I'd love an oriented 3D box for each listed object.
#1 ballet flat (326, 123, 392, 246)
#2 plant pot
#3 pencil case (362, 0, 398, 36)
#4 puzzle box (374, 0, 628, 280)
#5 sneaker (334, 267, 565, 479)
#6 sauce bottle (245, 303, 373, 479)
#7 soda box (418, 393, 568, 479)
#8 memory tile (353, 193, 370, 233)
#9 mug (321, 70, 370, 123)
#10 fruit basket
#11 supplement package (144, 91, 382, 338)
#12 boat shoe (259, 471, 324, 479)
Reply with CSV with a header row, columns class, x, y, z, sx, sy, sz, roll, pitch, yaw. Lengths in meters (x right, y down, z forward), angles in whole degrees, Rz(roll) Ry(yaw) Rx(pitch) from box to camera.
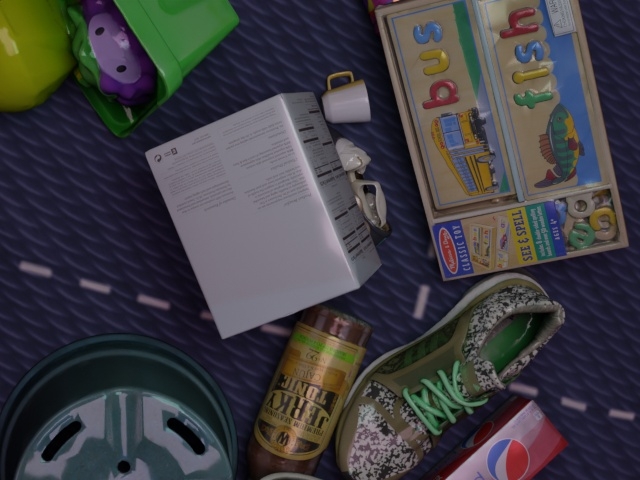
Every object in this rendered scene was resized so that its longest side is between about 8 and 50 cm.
class,x,y,z,sx,sy,sz,roll,pitch,yaw
ballet flat,0.049,-0.086,1.701,0.074,0.074,0.203,-24,96,-11
plant pot,-0.254,0.296,1.502,0.341,0.334,0.341,0,89,-10
pencil case,0.089,-0.413,1.706,0.104,0.104,0.236,-19,94,-11
puzzle box,0.252,-0.159,1.650,0.272,0.052,0.409,-12,107,17
sneaker,0.184,0.193,1.668,0.410,0.182,0.158,-44,97,-9
sauce bottle,-0.034,0.257,1.659,0.111,0.111,0.344,21,87,-10
soda box,0.225,0.343,1.724,0.263,0.083,0.092,-41,97,-10
memory tile,0.000,0.000,1.688,0.148,0.012,0.113,-14,96,14
mug,0.034,-0.199,1.717,0.064,0.078,0.062,-11,124,-3
fruit basket,-0.350,-0.295,1.547,0.392,0.283,0.392,6,77,-25
supplement package,-0.068,-0.039,1.586,0.199,0.198,0.263,-21,93,14
boat shoe,0.037,0.438,1.618,0.127,0.113,0.340,-44,117,-6
